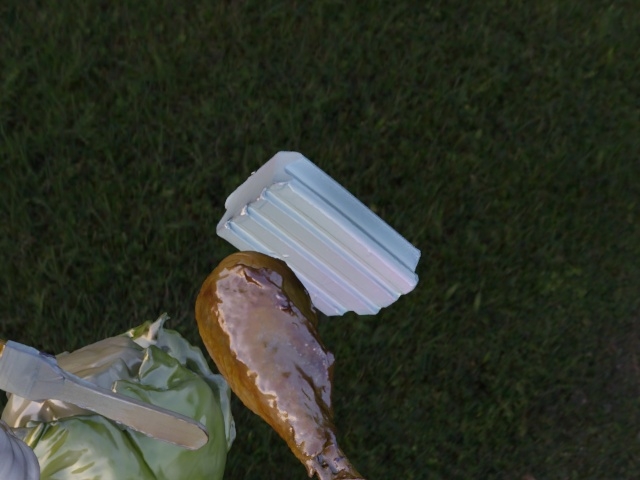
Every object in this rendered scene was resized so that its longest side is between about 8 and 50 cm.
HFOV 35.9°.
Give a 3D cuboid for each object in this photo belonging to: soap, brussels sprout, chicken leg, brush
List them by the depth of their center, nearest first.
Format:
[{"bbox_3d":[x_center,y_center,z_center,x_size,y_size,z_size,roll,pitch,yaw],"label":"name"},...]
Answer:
[{"bbox_3d":[-0.018,0.115,0.702,0.087,0.107,0.251,-33,58,5],"label":"chicken leg"},{"bbox_3d":[-0.298,0.194,1.246,0.336,0.085,0.020,23,28,-6],"label":"brush"},{"bbox_3d":[-0.318,0.340,1.483,0.425,0.342,0.361,-27,104,-43],"label":"brussels sprout"},{"bbox_3d":[0.000,0.000,1.567,0.289,0.173,0.095,38,38,-19],"label":"soap"}]

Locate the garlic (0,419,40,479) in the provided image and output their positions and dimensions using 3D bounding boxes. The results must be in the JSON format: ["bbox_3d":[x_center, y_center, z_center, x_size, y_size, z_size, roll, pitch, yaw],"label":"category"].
[{"bbox_3d":[-0.437,0.279,1.082,0.199,0.199,0.226,36,71,9],"label":"garlic"}]
